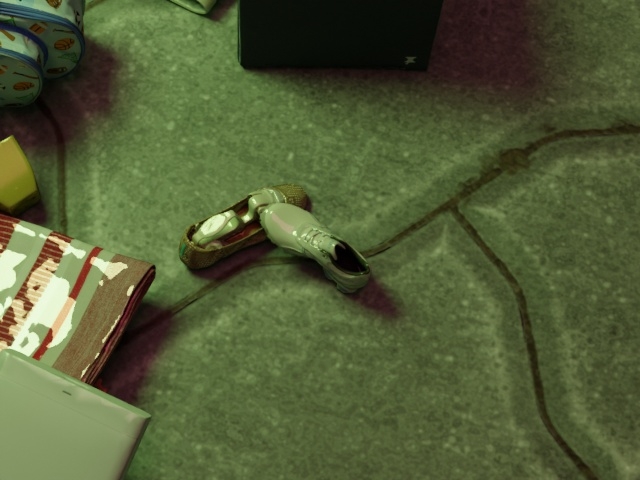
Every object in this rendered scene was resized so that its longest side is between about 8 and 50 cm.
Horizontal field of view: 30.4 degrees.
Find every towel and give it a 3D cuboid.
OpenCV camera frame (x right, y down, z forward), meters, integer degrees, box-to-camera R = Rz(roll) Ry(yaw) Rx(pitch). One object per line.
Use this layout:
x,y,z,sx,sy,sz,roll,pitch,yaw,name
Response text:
-0.415,0.081,1.575,0.329,0.037,0.237,18,62,15,towel

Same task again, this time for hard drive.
-0.362,0.315,1.449,0.203,0.040,0.307,24,90,8,hard drive

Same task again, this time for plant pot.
-0.439,-0.082,1.655,0.081,0.081,0.083,-36,81,-16,plant pot

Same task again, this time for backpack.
-0.462,-0.309,1.658,0.263,0.276,0.213,-3,81,-18,backpack

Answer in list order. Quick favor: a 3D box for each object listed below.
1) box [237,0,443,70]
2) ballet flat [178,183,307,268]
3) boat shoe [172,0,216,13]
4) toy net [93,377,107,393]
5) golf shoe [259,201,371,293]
0.023,-0.478,1.771,0.294,0.212,0.395,0,68,-3,box
-0.106,-0.028,1.651,0.206,0.067,0.073,-33,68,-16,ballet flat
-0.284,-0.443,1.801,0.302,0.109,0.094,22,70,4,boat shoe
-0.330,0.148,1.579,0.122,0.045,0.232,19,67,7,toy net
0.000,0.000,1.613,0.176,0.086,0.069,34,73,-6,golf shoe
